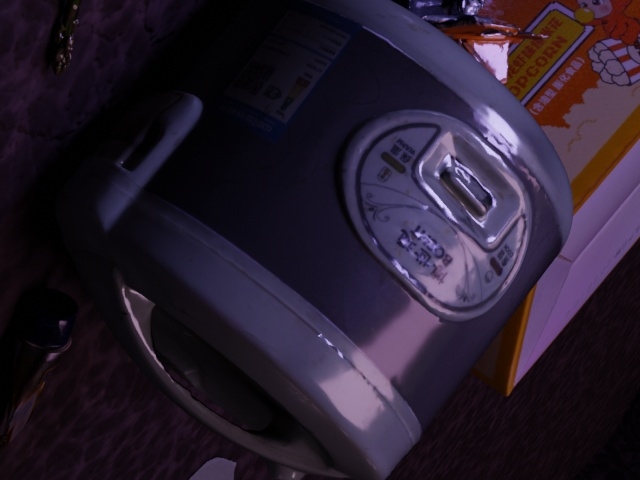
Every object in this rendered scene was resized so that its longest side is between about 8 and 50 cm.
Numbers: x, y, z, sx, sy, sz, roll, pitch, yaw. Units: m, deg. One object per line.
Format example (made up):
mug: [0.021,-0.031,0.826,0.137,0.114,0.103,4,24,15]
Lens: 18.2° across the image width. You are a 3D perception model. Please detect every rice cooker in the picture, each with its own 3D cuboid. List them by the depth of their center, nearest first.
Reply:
rice cooker: [-0.007,-0.002,1.296,0.277,0.288,0.288,-50,163,-14]

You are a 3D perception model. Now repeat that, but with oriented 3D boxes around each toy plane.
toy plane: [0.066,-0.159,1.439,0.135,0.188,0.062,-175,-80,-69]

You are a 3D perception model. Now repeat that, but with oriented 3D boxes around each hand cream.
hand cream: [-0.205,0.103,1.354,0.163,0.039,0.062,-63,178,31]

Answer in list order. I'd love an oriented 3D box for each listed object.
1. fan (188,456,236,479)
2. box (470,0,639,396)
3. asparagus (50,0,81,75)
fan: [-0.137,0.316,1.986,0.182,0.010,0.310,-48,159,-21]
box: [0.174,-0.071,1.754,0.283,0.213,0.259,-48,159,-27]
asparagus: [-0.129,-0.157,1.103,0.016,0.013,0.166,-22,144,-43]
